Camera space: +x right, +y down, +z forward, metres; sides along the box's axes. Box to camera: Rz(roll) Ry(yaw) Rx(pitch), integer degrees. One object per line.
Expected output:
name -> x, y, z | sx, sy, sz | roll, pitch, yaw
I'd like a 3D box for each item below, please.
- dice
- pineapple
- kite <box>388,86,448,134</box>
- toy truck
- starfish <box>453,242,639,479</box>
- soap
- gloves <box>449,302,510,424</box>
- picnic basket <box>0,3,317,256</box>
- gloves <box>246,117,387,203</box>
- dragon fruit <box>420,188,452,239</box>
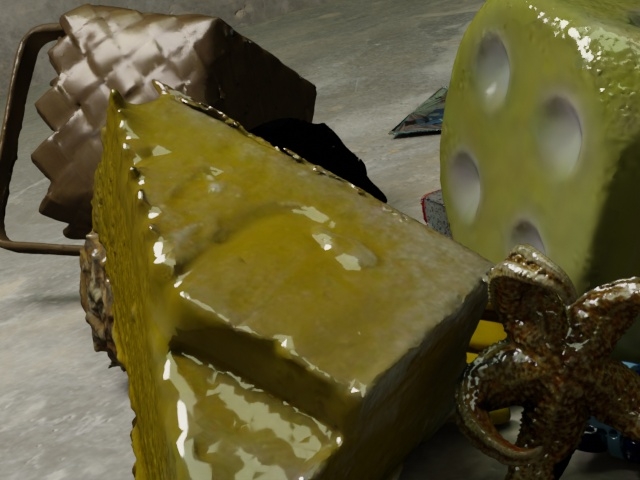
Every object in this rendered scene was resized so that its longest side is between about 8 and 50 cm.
dice -> 0.236, -0.065, 0.950 | 0.227, 0.238, 0.233 | -7, 29, -22
pineapple -> -0.110, 0.036, 1.124 | 0.193, 0.166, 0.166 | -9, 15, -25
kite -> 0.233, -0.186, 1.767 | 0.314, 0.011, 0.335 | -19, 20, -20
toy truck -> 0.185, 0.104, 0.854 | 0.136, 0.063, 0.074 | 11, 9, 41
starfish -> 0.153, 0.098, 0.767 | 0.146, 0.190, 0.074 | 17, 5, 6
soap -> -0.105, 0.062, 0.827 | 0.338, 0.169, 0.304 | 29, 43, 23
gloves -> 0.029, 0.096, 0.969 | 0.294, 0.116, 0.133 | -2, 47, 4
picnic basket -> -0.192, -0.104, 1.341 | 0.321, 0.254, 0.291 | 3, -10, 23
gloves -> 0.000, 0.000, 1.054 | 0.124, 0.203, 0.164 | -3, 34, 37
dragon fruit -> 0.144, -0.020, 1.263 | 0.060, 0.056, 0.083 | -26, 26, -29
